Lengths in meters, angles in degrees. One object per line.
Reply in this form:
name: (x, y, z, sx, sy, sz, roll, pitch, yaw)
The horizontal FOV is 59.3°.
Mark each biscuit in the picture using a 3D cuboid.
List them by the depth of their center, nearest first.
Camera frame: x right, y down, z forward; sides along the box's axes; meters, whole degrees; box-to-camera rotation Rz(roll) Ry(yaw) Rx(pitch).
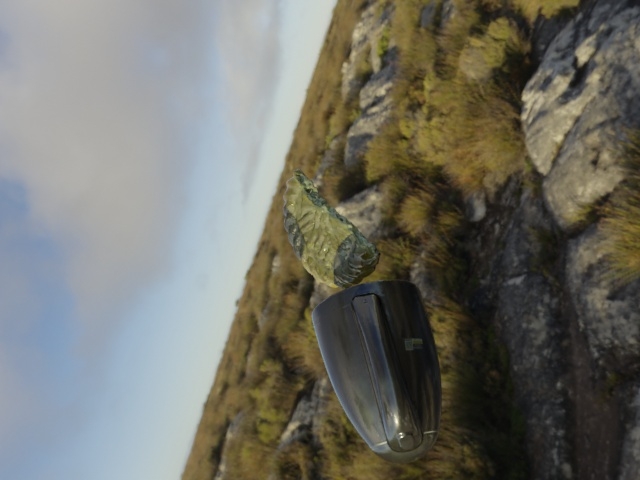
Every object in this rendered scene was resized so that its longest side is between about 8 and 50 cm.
biscuit: (0.000, 0.000, 1.161, 0.036, 0.273, 0.187, -21, -35, -38)

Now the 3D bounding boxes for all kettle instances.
kettle: (0.108, 0.226, 0.960, 0.268, 0.207, 0.290, 68, -172, -63)
